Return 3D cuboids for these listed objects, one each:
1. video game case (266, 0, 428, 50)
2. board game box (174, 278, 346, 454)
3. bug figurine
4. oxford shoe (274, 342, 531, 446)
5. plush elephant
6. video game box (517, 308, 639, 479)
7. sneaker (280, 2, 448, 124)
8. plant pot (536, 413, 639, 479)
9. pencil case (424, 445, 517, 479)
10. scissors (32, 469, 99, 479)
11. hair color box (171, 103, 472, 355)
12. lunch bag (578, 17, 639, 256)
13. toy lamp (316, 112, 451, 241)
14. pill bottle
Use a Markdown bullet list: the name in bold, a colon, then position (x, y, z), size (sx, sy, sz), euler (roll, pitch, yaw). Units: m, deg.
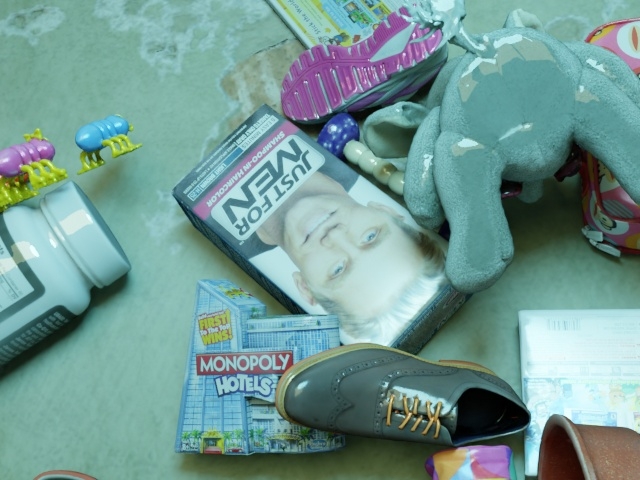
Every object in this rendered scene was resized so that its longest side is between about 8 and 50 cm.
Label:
- **video game case**: position (0.037, -0.372, 1.290), size (0.206, 0.026, 0.227), euler (-33, 63, -6)
- **board game box**: position (-0.075, 0.135, 0.972), size (0.194, 0.060, 0.194), euler (-7, 85, 29)
- **bug figurine**: position (-0.375, -0.092, 1.116), size (0.279, 0.216, 0.072), euler (-19, 100, 26)
- **oxford shoe**: position (0.090, 0.162, 0.900), size (0.271, 0.098, 0.097), euler (3, 96, -21)
- **plush elephant**: position (0.197, -0.126, 0.970), size (0.272, 0.255, 0.330), euler (-32, 87, 7)
- **video game box**: position (0.322, 0.168, 0.951), size (0.205, 0.048, 0.187), euler (-1, 62, 11)
- **sneaker**: position (0.065, -0.215, 1.168), size (0.252, 0.111, 0.103), euler (-17, 73, 27)
- **plant pot**: position (0.352, 0.287, 0.779), size (0.265, 0.272, 0.272), euler (-3, 63, 2)
- **pencil case**: position (0.164, 0.326, 0.876), size (0.104, 0.104, 0.236), euler (-7, 62, 8)
- **scissors**: position (-0.208, 0.329, 0.994), size (0.297, 0.021, 0.109), euler (4, 63, 15)
- **hair color box**: position (0.000, 0.000, 1.068), size (0.347, 0.105, 0.174), euler (39, 78, 25)
- **lunch bag**: position (0.405, -0.127, 1.039), size (0.258, 0.120, 0.293), euler (0, 65, 12)
- **toy lamp**: position (0.114, -0.060, 1.092), size (0.080, 0.080, 0.275), euler (-45, 61, -12)
- **pill bottle**: position (-0.391, 0.057, 1.088), size (0.283, 0.161, 0.161), euler (-33, 62, -6)
